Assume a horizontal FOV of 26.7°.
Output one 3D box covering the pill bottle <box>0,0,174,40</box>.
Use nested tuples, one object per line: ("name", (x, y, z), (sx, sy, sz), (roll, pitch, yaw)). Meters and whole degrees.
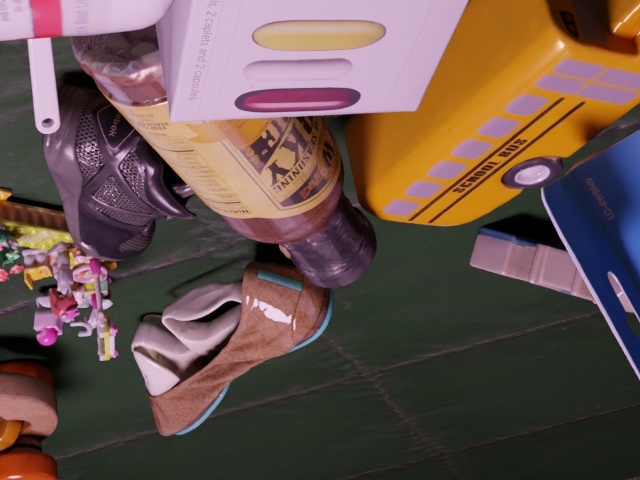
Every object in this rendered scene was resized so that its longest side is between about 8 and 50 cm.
("pill bottle", (-0.273, -0.191, 0.582), (0.408, 0.229, 0.229), (-6, 155, -11))

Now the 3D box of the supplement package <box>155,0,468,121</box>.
("supplement package", (-0.005, -0.212, 0.672), (0.145, 0.204, 0.262), (-5, 154, -14))

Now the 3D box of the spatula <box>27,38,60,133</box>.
("spatula", (-0.241, -0.155, 0.841), (0.168, 0.019, 0.242), (-9, 137, -15))

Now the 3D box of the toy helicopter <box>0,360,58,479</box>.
("toy helicopter", (-0.465, 0.199, 1.465), (0.355, 0.140, 0.235), (-8, 154, 1))

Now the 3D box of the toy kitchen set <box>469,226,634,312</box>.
("toy kitchen set", (0.284, -0.022, 1.374), (0.122, 0.166, 0.207), (14, -177, -41))

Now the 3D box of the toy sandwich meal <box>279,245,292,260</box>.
("toy sandwich meal", (0.000, 0.000, 1.347), (0.086, 0.029, 0.085), (1, 153, 1))

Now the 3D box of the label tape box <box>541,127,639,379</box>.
("label tape box", (0.339, 0.005, 1.070), (0.115, 0.249, 0.348), (-32, 176, 36))

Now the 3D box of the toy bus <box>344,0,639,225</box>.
("toy bus", (0.159, -0.131, 1.033), (0.130, 0.108, 0.333), (7, 151, -30))

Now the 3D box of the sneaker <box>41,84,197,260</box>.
("sneaker", (-0.140, -0.037, 1.103), (0.130, 0.087, 0.227), (15, 153, 9))

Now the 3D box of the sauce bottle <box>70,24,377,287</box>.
("sauce bottle", (-0.050, -0.071, 0.984), (0.111, 0.111, 0.344), (-18, 148, 16))

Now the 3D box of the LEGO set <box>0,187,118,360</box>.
("LEGO set", (-0.251, 0.039, 1.233), (0.132, 0.107, 0.287), (-15, 155, 9))

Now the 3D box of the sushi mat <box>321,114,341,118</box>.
("sushi mat", (-0.090, -0.148, 1.001), (0.151, 0.019, 0.316), (-16, 155, 11))

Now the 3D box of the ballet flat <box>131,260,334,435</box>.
("ballet flat", (-0.125, 0.109, 1.450), (0.124, 0.116, 0.342), (27, 143, -23))
